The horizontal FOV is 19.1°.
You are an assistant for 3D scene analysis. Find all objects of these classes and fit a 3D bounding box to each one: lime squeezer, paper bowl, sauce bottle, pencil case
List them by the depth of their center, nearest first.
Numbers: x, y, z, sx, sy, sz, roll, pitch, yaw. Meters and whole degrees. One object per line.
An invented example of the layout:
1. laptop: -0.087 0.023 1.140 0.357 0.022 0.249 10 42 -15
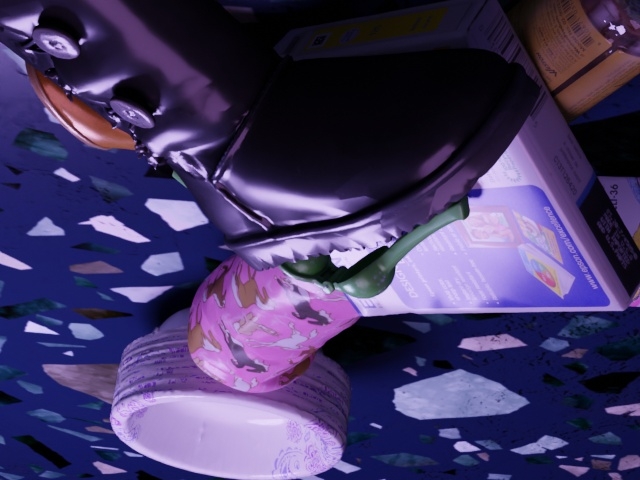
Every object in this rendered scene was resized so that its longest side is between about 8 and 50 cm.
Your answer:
1. sauce bottle: 0.183 -0.147 1.605 0.111 0.111 0.344 19 152 -23
2. lime squeezer: 0.000 0.000 1.682 0.310 0.059 0.110 9 141 34
3. pencil case: -0.006 0.036 1.965 0.167 0.160 0.386 21 150 -18
4. paper bowl: -0.104 0.176 2.283 0.284 0.148 0.284 5 155 2

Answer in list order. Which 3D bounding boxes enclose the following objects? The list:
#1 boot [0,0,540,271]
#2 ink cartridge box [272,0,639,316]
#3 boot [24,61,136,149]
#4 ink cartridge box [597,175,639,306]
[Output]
1. boot: -0.103 -0.178 1.438 0.445 0.146 0.367 44 142 -19
2. ink cartridge box: 0.087 -0.060 1.641 0.307 0.072 0.303 -1 134 44
3. boot: -0.099 -0.141 1.716 0.211 0.104 0.295 -20 147 33
4. ink cartridge box: 0.302 0.001 1.868 0.198 0.115 0.067 1 154 10
